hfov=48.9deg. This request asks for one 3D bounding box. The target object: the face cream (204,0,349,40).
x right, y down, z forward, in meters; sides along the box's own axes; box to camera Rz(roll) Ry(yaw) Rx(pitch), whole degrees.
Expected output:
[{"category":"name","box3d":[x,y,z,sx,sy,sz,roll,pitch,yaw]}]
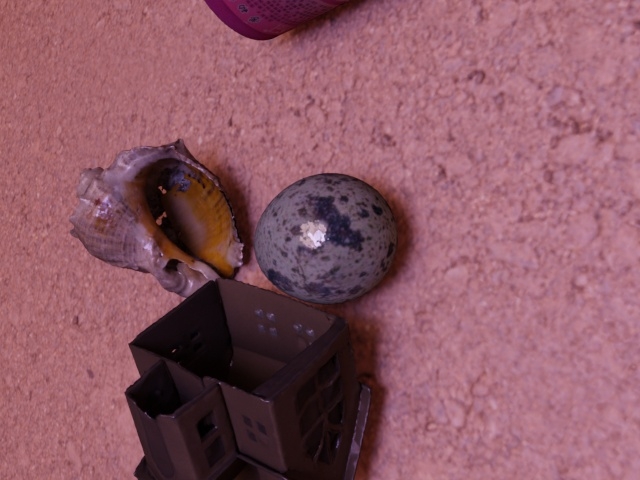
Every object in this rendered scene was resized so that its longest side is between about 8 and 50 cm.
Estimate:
[{"category":"face cream","box3d":[-0.024,-0.331,0.757,0.194,0.175,0.175,-14,75,39]}]

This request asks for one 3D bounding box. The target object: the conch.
[{"category":"conch","box3d":[-0.191,-0.025,0.872,0.245,0.163,0.178,40,129,5]}]

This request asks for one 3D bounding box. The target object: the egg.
[{"category":"egg","box3d":[0.000,0.000,0.719,0.172,0.132,0.133,-11,77,47]}]

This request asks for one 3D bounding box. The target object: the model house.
[{"category":"model house","box3d":[-0.077,0.203,0.704,0.211,0.204,0.244,14,126,37]}]
